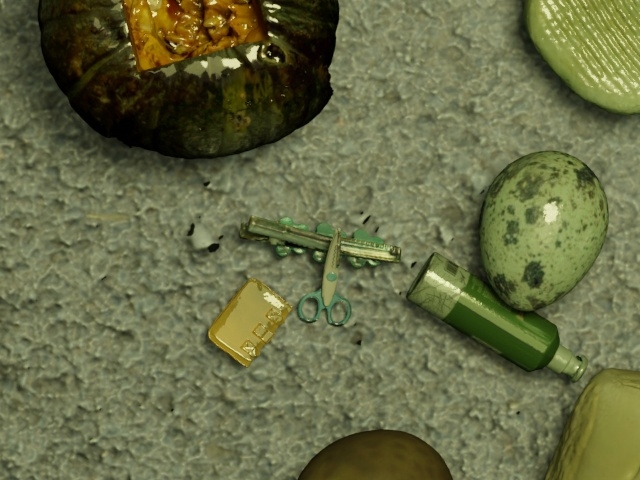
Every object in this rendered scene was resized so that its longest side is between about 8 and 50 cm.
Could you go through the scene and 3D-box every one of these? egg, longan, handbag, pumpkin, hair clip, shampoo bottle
[{"bbox_3d":[0.230,-0.010,1.623,0.132,0.132,0.172,17,81,-4],"label":"egg"},{"bbox_3d":[0.067,0.289,1.603,0.204,0.159,0.184,29,81,-10],"label":"longan"},{"bbox_3d":[-0.075,0.087,1.657,0.061,0.027,0.083,39,86,-2],"label":"handbag"},{"bbox_3d":[-0.132,-0.235,1.569,0.321,0.192,0.320,0,91,-2],"label":"pumpkin"},{"bbox_3d":[0.000,-0.001,1.655,0.173,0.049,0.049,12,89,-9],"label":"hair clip"},{"bbox_3d":[0.193,0.089,1.659,0.205,0.065,0.065,31,88,-2],"label":"shampoo bottle"}]

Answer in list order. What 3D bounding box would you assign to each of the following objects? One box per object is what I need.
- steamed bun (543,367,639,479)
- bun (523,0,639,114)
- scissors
[{"bbox_3d":[0.366,0.274,1.572,0.274,0.272,0.290,13,86,-3],"label":"steamed bun"},{"bbox_3d":[0.320,-0.244,1.645,0.221,0.108,0.221,0,97,2],"label":"bun"},{"bbox_3d":[0.011,0.040,1.645,0.058,0.014,0.119,8,120,-4],"label":"scissors"}]
